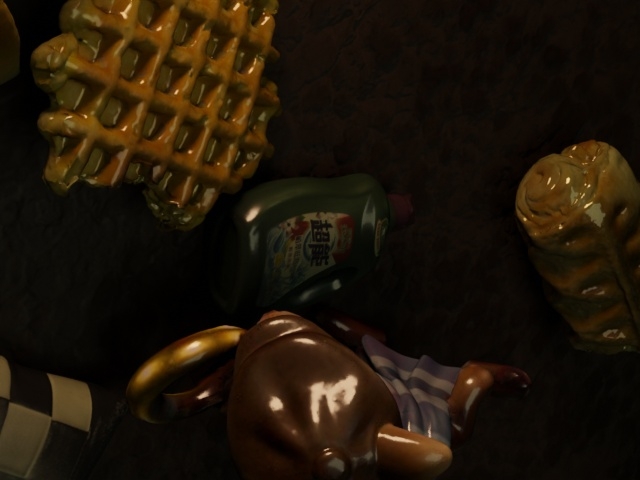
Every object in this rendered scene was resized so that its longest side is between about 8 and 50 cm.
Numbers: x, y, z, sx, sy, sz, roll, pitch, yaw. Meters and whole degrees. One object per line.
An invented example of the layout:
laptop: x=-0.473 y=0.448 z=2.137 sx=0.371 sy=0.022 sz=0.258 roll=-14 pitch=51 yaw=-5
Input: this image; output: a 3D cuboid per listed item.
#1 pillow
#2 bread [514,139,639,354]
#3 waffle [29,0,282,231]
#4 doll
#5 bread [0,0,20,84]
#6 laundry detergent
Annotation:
pillow: x=-0.288 y=0.174 z=0.989 sx=0.250 sy=0.106 sz=0.186 roll=33 pitch=85 yaw=-44
bread: x=0.312 y=0.008 z=1.328 sx=0.152 sy=0.130 sz=0.267 roll=-39 pitch=126 yaw=-10
waffle: x=-0.122 y=-0.123 z=0.967 sx=0.291 sy=0.051 sz=0.291 roll=-28 pitch=126 yaw=-47
doll: x=0.018 y=0.156 z=1.098 sx=0.340 sy=0.318 sz=0.209 roll=9 pitch=66 yaw=-70
bread: x=-0.287 y=-0.233 z=0.784 sx=0.333 sy=0.160 sz=0.333 roll=-12 pitch=113 yaw=-31
laundry detergent: x=0.000 y=0.000 z=1.140 sx=0.222 sy=0.078 sz=0.144 roll=-12 pitch=126 yaw=-34
